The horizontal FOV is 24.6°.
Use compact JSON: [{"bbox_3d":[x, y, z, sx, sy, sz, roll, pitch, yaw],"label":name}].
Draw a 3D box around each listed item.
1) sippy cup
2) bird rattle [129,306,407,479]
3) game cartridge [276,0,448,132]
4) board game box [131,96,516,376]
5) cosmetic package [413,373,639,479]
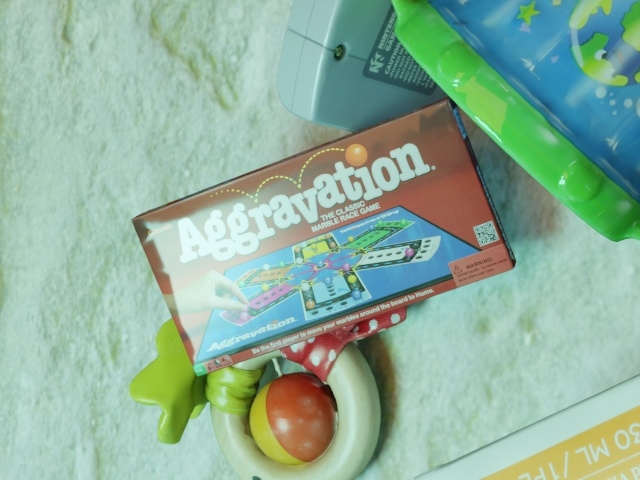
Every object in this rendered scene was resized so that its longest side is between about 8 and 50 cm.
[{"bbox_3d":[0.210,-0.156,1.064,0.224,0.305,0.240,-47,33,11],"label":"sippy cup"},{"bbox_3d":[-0.023,0.123,1.292,0.253,0.143,0.207,-25,84,19],"label":"bird rattle"},{"bbox_3d":[0.078,-0.225,1.167,0.062,0.198,0.297,34,106,41],"label":"game cartridge"},{"bbox_3d":[0.000,0.000,1.181,0.281,0.027,0.145,-20,97,16],"label":"board game box"},{"bbox_3d":[0.259,0.320,0.945,0.230,0.161,0.453,-32,69,30],"label":"cosmetic package"}]
